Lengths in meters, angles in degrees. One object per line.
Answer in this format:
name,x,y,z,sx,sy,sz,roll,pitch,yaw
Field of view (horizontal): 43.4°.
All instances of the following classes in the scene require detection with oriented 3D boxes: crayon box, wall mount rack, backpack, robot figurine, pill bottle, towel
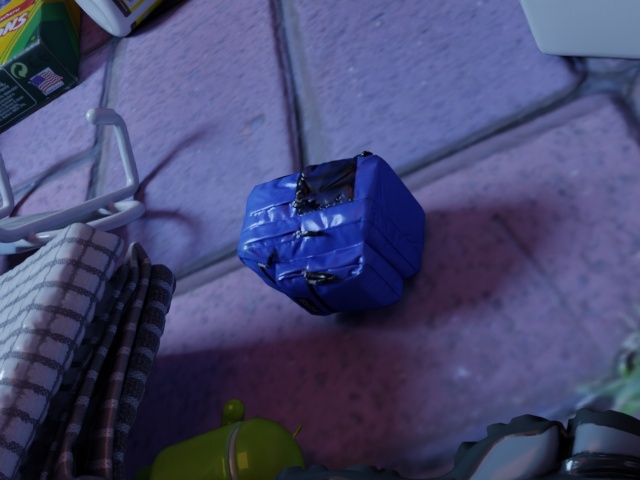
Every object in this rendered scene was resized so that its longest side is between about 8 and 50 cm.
crayon box,-0.451,-0.285,1.160,0.202,0.081,0.319,-29,41,10
wall mount rack,-0.352,-0.043,0.751,0.350,0.131,0.304,-6,13,31
backpack,0.000,0.000,0.575,0.120,0.098,0.101,-7,53,29
robot figurine,-0.060,0.152,0.503,0.115,0.067,0.101,-22,48,17
pill bottle,-0.229,-0.381,1.062,0.215,0.117,0.117,-47,42,-11
towel,-0.220,0.138,0.559,0.283,0.121,0.235,-28,37,38

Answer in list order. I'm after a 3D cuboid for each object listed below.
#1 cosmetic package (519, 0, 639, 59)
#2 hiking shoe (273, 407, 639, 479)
cosmetic package,0.322,-0.326,0.469,0.393,0.327,0.329,16,64,44
hiking shoe,0.030,0.180,0.380,0.304,0.113,0.132,-23,43,17
